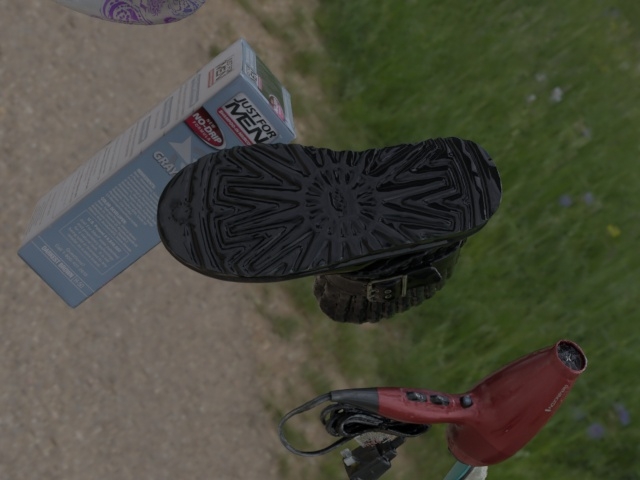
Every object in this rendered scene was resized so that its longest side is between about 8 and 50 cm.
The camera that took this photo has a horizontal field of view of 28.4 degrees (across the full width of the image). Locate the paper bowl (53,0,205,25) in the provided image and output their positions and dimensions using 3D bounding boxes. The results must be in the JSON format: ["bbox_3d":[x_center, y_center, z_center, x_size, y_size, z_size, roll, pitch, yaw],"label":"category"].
[{"bbox_3d":[-0.229,-0.366,1.342,0.284,0.284,0.148,37,61,-36],"label":"paper bowl"}]

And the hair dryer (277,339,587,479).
[{"bbox_3d":[0.125,0.176,1.239,0.223,0.293,0.080,45,22,-62],"label":"hair dryer"}]

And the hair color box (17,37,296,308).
[{"bbox_3d":[-0.212,-0.091,1.665,0.113,0.374,0.185,48,13,-20],"label":"hair color box"}]

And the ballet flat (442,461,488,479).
[{"bbox_3d":[0.165,0.321,1.561,0.052,0.057,0.168,50,60,-6],"label":"ballet flat"}]

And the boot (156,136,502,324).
[{"bbox_3d":[0.002,0.004,1.306,0.260,0.348,0.131,119,-34,-70],"label":"boot"}]
